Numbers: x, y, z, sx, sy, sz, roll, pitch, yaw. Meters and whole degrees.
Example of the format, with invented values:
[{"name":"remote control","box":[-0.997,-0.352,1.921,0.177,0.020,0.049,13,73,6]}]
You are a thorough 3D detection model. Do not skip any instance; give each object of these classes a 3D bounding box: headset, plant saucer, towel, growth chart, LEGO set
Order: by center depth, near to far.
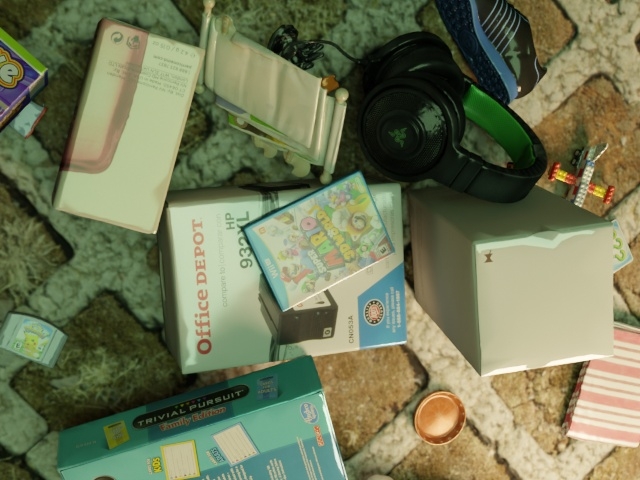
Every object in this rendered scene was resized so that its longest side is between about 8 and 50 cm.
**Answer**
[{"name":"growth chart","box":[-0.067,-0.179,1.202,0.237,0.172,0.021,35,49,11]},{"name":"headset","box":[0.103,-0.160,1.252,0.394,0.243,0.185,27,122,-12]},{"name":"LEGO set","box":[0.370,-0.029,1.429,0.182,0.060,0.244,-30,105,-14]},{"name":"plant saucer","box":[0.178,0.265,1.441,0.083,0.013,0.083,-3,100,-17]},{"name":"towel","box":[0.468,0.228,1.517,0.144,0.029,0.197,14,97,-18]}]

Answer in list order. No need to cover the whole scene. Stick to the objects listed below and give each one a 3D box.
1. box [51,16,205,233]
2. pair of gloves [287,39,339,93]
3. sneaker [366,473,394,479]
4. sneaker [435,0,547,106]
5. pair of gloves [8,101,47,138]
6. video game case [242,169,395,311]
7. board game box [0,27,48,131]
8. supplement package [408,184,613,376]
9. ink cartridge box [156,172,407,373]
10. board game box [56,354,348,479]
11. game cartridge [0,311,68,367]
[{"name":"box","box":[-0.240,-0.141,1.179,0.127,0.148,0.232,15,94,-17]},{"name":"pair of gloves","box":[-0.019,-0.227,1.303,0.074,0.010,0.083,-27,107,-14]},{"name":"sneaker","box":[0.180,0.427,1.434,0.305,0.114,0.152,47,70,-22]},{"name":"sneaker","box":[0.236,-0.306,1.337,0.090,0.081,0.232,-35,109,-21]},{"name":"pair of gloves","box":[-0.440,-0.155,1.184,0.159,0.023,0.198,39,88,-19]},{"name":"video game case","box":[0.000,0.000,1.207,0.166,0.015,0.119,-27,105,-11]},{"name":"board game box","box":[-0.518,-0.218,1.071,0.347,0.078,0.233,41,76,-9]},{"name":"supplement package","box":[0.239,0.036,1.260,0.178,0.293,0.175,-7,106,-8]},{"name":"ink cartridge box","box":[-0.052,0.038,1.274,0.307,0.129,0.223,-6,101,-16]},{"name":"board game box","box":[-0.138,0.313,1.258,0.336,0.079,0.253,-16,121,-4]},{"name":"game cartridge","box":[-0.376,0.127,1.253,0.083,0.017,0.056,25,88,-19]}]
